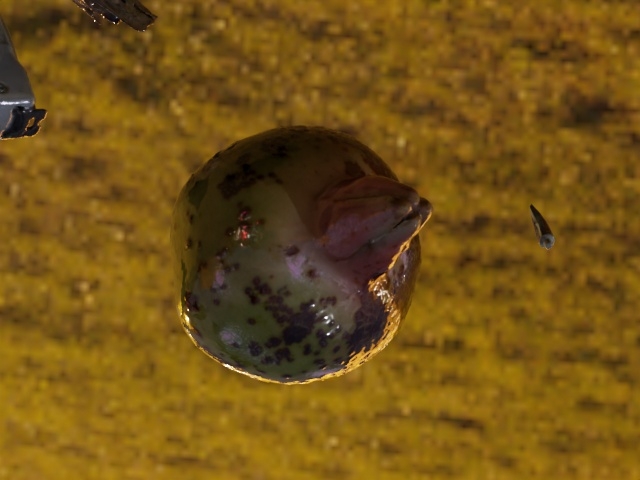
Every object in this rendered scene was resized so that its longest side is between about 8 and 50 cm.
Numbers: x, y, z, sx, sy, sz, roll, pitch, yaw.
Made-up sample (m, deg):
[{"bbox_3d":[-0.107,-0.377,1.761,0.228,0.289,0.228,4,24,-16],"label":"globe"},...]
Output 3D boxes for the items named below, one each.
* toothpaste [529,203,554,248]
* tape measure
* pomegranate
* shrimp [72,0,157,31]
[{"bbox_3d":[0.256,-0.014,2.238,0.019,0.083,0.027,-28,118,9],"label":"toothpaste"},{"bbox_3d":[-0.345,-0.223,1.597,0.164,0.330,0.084,-7,150,-37],"label":"tape measure"},{"bbox_3d":[0.000,0.000,1.504,0.214,0.214,0.248,15,155,-32],"label":"pomegranate"},{"bbox_3d":[-0.270,-0.363,2.293,0.253,0.058,0.173,41,122,-14],"label":"shrimp"}]
